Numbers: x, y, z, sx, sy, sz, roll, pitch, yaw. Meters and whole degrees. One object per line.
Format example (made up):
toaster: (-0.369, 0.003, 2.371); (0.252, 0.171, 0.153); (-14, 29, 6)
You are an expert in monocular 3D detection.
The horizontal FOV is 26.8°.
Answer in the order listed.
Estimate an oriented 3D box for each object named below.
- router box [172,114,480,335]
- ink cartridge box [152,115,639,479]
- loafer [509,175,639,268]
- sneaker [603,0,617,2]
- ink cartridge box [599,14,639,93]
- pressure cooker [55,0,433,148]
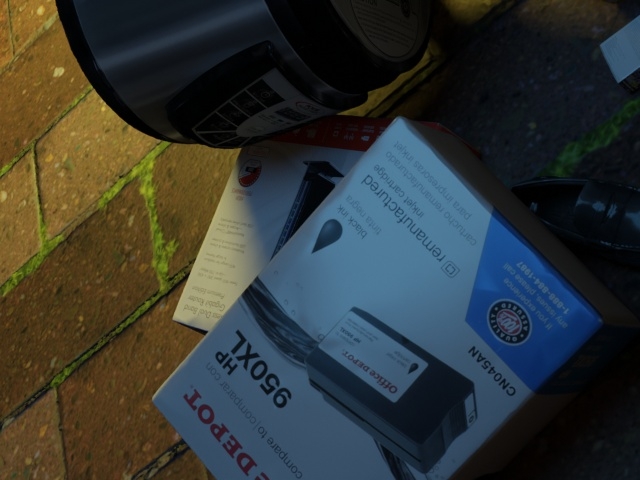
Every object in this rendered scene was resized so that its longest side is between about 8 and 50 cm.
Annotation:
router box: (0.000, 0.000, 1.613); (0.335, 0.082, 0.301); (10, 76, 48)
ink cartridge box: (0.069, 0.122, 1.332); (0.395, 0.166, 0.285); (-49, 68, 15)
loafer: (0.282, -0.022, 1.335); (0.223, 0.078, 0.076); (13, 78, 49)
sneaker: (0.368, -0.344, 1.397); (0.365, 0.210, 0.137); (13, 76, 14)
ink cartridge box: (0.355, -0.213, 1.409); (0.115, 0.029, 0.063); (-36, 45, 25)
pressure cooker: (-0.058, -0.328, 1.574); (0.420, 0.375, 0.370); (-14, 33, 29)
